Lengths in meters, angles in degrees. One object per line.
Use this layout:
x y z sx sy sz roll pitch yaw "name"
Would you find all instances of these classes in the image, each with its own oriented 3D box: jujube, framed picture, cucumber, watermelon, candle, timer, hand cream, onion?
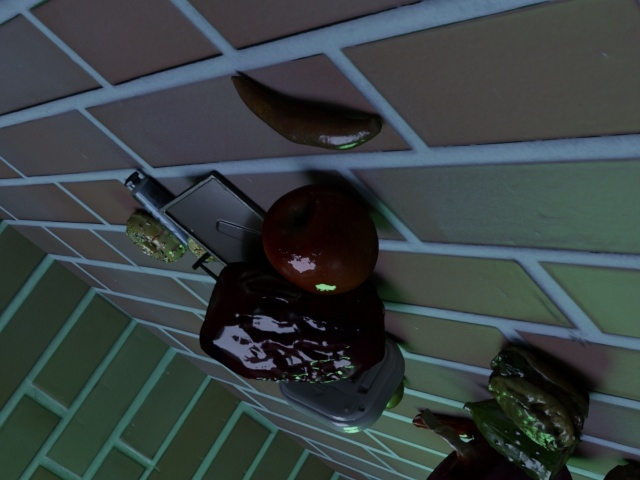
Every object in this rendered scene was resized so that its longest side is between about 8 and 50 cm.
-0.057 0.158 1.822 0.376 0.258 0.258 -3 152 9 "jujube"
-0.179 -0.017 1.847 0.260 0.023 0.189 41 134 -23 "framed picture"
0.410 0.403 1.931 0.244 0.134 0.134 29 161 24 "cucumber"
-0.240 -0.003 2.025 0.105 0.062 0.105 1 135 1 "watermelon"
0.329 0.476 2.349 0.051 0.048 0.329 30 164 -20 "candle"
0.042 0.291 2.050 0.262 0.237 0.087 21 157 31 "timer"
-0.328 -0.055 2.045 0.055 0.088 0.256 -31 117 36 "hand cream"
0.378 0.571 2.044 0.358 0.358 0.345 12 151 47 "onion"

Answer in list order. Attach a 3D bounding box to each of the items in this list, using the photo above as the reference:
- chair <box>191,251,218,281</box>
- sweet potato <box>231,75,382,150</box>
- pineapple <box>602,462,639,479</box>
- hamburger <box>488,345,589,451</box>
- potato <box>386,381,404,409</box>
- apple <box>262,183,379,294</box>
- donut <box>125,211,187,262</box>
-0.147 0.129 2.034 0.154 0.141 0.260 -25 136 19 "chair"
-0.024 -0.168 1.297 0.255 0.058 0.078 24 143 31 "sweet potato"
0.705 0.566 1.877 0.277 0.119 0.130 31 143 -2 "pineapple"
0.398 0.279 1.672 0.206 0.130 0.183 46 165 21 "hamburger"
0.133 0.345 2.284 0.188 0.085 0.105 37 122 -15 "potato"
0.000 0.000 1.490 0.181 0.181 0.168 21 159 31 "apple"
-0.417 -0.004 2.316 0.174 0.068 0.174 30 161 11 "donut"
